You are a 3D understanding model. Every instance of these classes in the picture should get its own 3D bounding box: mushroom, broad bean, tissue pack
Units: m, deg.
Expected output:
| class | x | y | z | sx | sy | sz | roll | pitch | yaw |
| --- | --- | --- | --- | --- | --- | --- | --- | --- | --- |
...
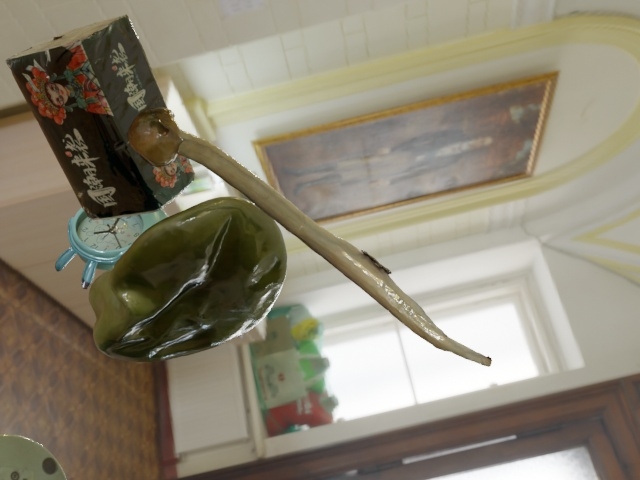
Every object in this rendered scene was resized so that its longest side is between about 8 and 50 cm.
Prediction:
| class | x | y | z | sx | sy | sz | roll | pitch | yaw |
| --- | --- | --- | --- | --- | --- | --- | --- | --- | --- |
| mushroom | -0.002 | 0.002 | 0.502 | 0.306 | 0.043 | 0.068 | 34 | 32 | -14 |
| broad bean | -0.116 | 0.043 | 0.603 | 0.153 | 0.206 | 0.072 | 27 | 43 | -43 |
| tissue pack | -0.201 | -0.111 | 0.651 | 0.090 | 0.103 | 0.170 | -57 | 134 | -48 |

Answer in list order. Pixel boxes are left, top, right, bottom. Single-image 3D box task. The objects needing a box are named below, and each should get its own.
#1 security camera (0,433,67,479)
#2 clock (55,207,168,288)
| class | x | y | z | sx | sy | sz | roll | pitch | yaw |
| --- | --- | --- | --- | --- | --- | --- | --- | --- | --- |
| security camera | -0.351 | 0.363 | 0.741 | 0.157 | 0.080 | 0.302 | 31 | 39 | -48 |
| clock | -0.279 | -0.004 | 0.904 | 0.147 | 0.108 | 0.045 | -50 | 162 | -38 |
